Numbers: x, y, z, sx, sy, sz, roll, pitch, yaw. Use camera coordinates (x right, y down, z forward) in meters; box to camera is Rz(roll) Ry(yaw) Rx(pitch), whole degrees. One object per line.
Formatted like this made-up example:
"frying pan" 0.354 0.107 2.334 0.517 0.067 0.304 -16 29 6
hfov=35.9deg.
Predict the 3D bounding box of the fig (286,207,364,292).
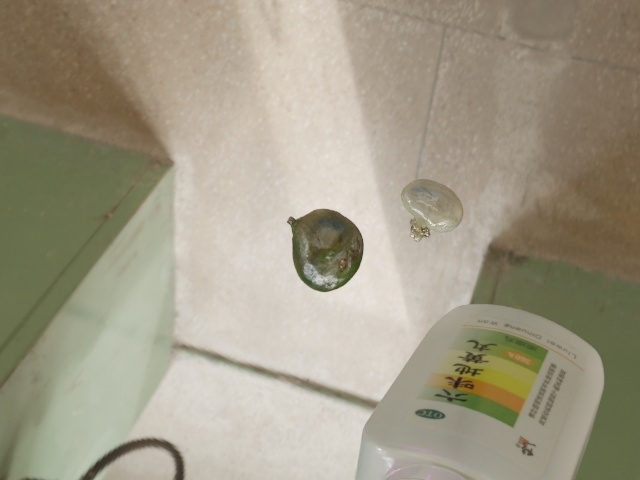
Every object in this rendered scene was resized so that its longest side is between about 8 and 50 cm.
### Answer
"fig" 0.000 0.000 1.479 0.117 0.177 0.117 -7 113 -16

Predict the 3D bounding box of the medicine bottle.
"medicine bottle" 0.136 0.186 0.879 0.179 0.324 0.124 20 124 19

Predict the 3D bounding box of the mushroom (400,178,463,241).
"mushroom" 0.137 -0.035 1.265 0.085 0.085 0.079 28 118 0
